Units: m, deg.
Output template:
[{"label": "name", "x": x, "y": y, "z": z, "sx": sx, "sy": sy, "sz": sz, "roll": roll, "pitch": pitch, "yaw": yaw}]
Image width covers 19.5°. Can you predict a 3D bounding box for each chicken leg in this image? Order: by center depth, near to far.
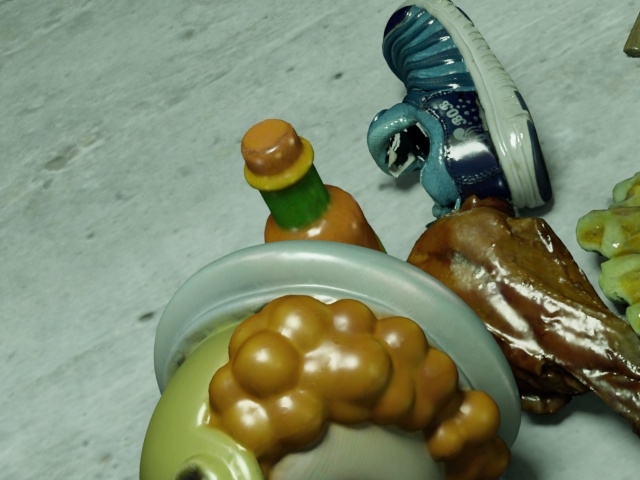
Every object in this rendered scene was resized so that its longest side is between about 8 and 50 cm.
[{"label": "chicken leg", "x": 0.150, "y": 0.063, "z": 1.079, "sx": 0.304, "sy": 0.093, "sz": 0.113, "roll": 34, "pitch": 108, "yaw": 46}]

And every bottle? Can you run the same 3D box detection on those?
[{"label": "bottle", "x": 0.000, "y": 0.000, "z": 1.162, "sx": 0.069, "sy": 0.187, "sz": 0.069, "roll": -15, "pitch": 44, "yaw": 15}]

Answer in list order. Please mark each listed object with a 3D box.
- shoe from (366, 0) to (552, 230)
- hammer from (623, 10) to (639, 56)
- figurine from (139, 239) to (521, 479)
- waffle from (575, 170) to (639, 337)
[{"label": "shoe", "x": 0.080, "y": -0.087, "z": 1.272, "sx": 0.106, "sy": 0.091, "sz": 0.207, "roll": -23, "pitch": 45, "yaw": 1}, {"label": "hammer", "x": 0.251, "y": -0.201, "z": 1.341, "sx": 0.062, "sy": 0.017, "sz": 0.182, "roll": 5, "pitch": 53, "yaw": 35}, {"label": "figurine", "x": -0.062, "y": 0.171, "z": 1.004, "sx": 0.205, "sy": 0.224, "sz": 0.382, "roll": 20, "pitch": 62, "yaw": 46}, {"label": "waffle", "x": 0.267, "y": -0.006, "z": 1.109, "sx": 0.204, "sy": 0.054, "sz": 0.223, "roll": -36, "pitch": 42, "yaw": -5}]
